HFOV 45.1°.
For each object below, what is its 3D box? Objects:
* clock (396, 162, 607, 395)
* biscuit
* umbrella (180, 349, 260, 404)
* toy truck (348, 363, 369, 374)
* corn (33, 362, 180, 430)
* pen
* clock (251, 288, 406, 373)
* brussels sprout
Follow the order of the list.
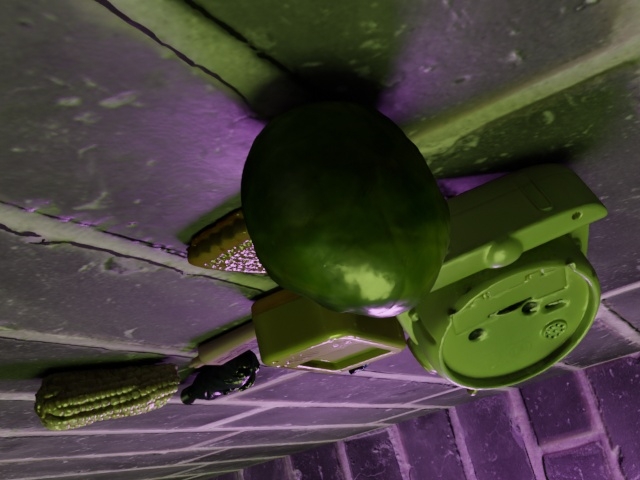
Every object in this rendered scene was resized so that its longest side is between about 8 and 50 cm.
[{"bbox_3d":[0.203,0.072,0.860,0.235,0.096,0.308,-25,134,-1],"label":"clock"},{"bbox_3d":[0.000,0.000,0.814,0.172,0.029,0.255,-28,156,35],"label":"biscuit"},{"bbox_3d":[-0.181,0.244,1.301,0.071,0.070,0.248,2,154,-38],"label":"umbrella"},{"bbox_3d":[0.083,0.198,1.383,0.090,0.056,0.073,-26,166,-7],"label":"toy truck"},{"bbox_3d":[-0.315,0.231,1.148,0.211,0.087,0.087,0,156,-34],"label":"corn"},{"bbox_3d":[-0.131,0.154,1.140,0.197,0.032,0.053,-30,156,34],"label":"pen"},{"bbox_3d":[0.014,0.115,1.039,0.143,0.096,0.202,-21,158,26],"label":"clock"},{"bbox_3d":[0.019,-0.027,0.568,0.162,0.143,0.180,20,-166,-11],"label":"brussels sprout"}]
